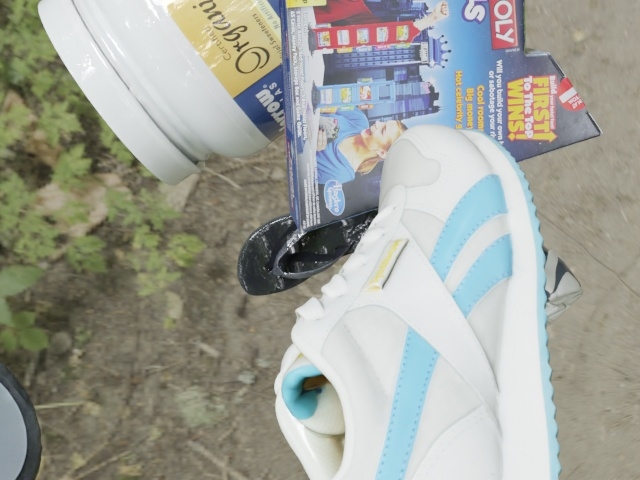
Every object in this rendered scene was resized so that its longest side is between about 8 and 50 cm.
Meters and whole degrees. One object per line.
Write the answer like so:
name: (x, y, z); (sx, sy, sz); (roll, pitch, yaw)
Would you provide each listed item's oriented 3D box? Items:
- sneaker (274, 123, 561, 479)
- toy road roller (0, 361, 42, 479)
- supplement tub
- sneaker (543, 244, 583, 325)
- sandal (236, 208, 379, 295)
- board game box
sneaker: (0.032, 0.033, 0.465); (0.092, 0.087, 0.228); (8, 44, -6)
toy road roller: (-0.286, 0.166, 0.517); (0.202, 0.330, 0.240); (-34, 51, 36)
supplement tub: (-0.052, -0.212, 1.010); (0.316, 0.228, 0.228); (-35, 74, 5)
sneaker: (0.115, 0.008, 1.039); (0.153, 0.235, 0.094); (57, 132, 26)
sandal: (0.000, -0.001, 1.594); (0.255, 0.054, 0.097); (-25, 110, 9)
board game box: (0.073, -0.111, 0.748); (0.194, 0.060, 0.194); (-5, 104, -7)
